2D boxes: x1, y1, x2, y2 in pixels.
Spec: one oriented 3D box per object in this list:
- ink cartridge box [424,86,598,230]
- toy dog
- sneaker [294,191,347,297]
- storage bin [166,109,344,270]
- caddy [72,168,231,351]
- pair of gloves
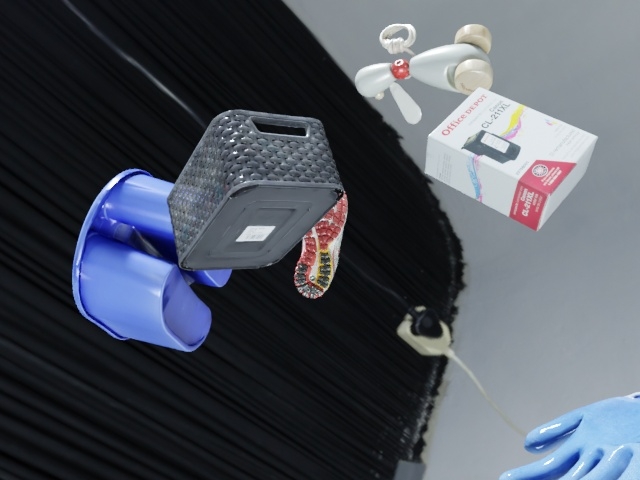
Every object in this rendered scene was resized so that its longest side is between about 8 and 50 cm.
[{"bbox_3d":[0.243,-0.111,0.800,0.175,0.072,0.127,32,62,27],"label":"ink cartridge box"},{"bbox_3d":[0.266,-0.379,1.439,0.334,0.161,0.220,17,68,38],"label":"toy dog"},{"bbox_3d":[0.000,0.000,1.203,0.093,0.088,0.225,31,-107,-80],"label":"sneaker"},{"bbox_3d":[-0.073,-0.043,0.634,0.180,0.122,0.084,-44,55,48],"label":"storage bin"},{"bbox_3d":[-0.269,0.038,0.979,0.341,0.179,0.241,83,-156,-66],"label":"caddy"},{"bbox_3d":[0.178,0.093,0.277,0.159,0.023,0.198,-31,3,-14],"label":"pair of gloves"}]
